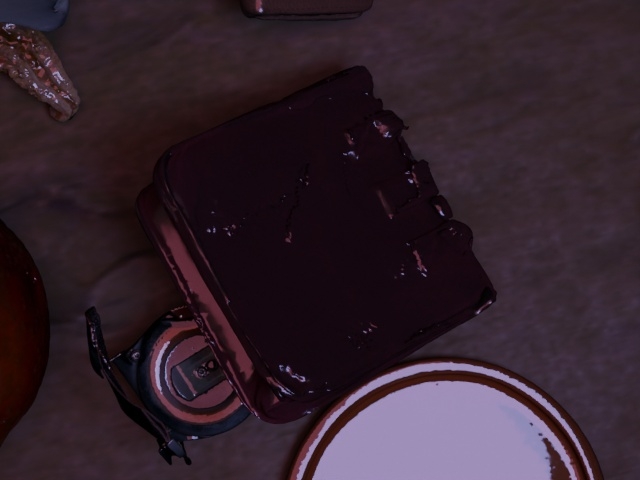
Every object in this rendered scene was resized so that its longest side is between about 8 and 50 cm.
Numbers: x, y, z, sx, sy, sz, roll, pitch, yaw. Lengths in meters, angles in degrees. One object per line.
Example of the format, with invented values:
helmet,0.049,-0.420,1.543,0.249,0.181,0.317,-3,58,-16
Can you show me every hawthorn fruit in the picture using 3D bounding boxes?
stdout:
hawthorn fruit,-0.273,0.083,1.072,0.181,0.181,0.235,-8,94,-6

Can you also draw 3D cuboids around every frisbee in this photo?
frisbee,0.093,0.212,1.182,0.251,0.021,0.250,0,89,-5

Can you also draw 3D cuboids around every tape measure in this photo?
tape measure,-0.093,0.086,1.093,0.107,0.180,0.104,-35,77,-4

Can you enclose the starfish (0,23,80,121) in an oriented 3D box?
starfish,-0.287,-0.144,1.125,0.295,0.048,0.231,-23,90,-12

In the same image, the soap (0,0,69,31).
soap,-0.220,-0.303,1.059,0.095,0.173,0.289,-1,75,-4

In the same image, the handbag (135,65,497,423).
handbag,-0.002,0.001,1.115,0.216,0.074,0.203,-28,84,-32

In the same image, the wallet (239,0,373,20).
wallet,-0.014,-0.237,1.150,0.118,0.039,0.152,-4,88,-30
